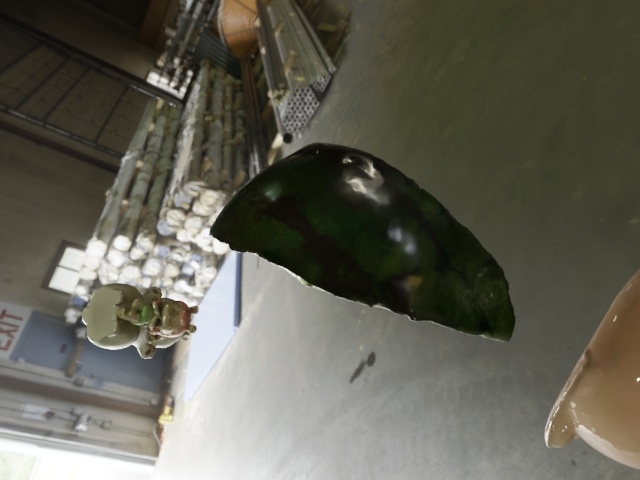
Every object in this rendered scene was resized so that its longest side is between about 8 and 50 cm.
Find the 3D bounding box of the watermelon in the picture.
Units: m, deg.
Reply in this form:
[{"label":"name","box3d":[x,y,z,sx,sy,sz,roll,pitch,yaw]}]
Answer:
[{"label":"watermelon","box3d":[0.000,0.000,0.400,0.301,0.129,0.123,15,57,50]}]

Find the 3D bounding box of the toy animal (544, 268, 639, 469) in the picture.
[{"label":"toy animal","box3d":[0.345,0.122,0.394,0.256,0.195,0.213,17,87,39]}]

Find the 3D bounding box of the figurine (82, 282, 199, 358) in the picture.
[{"label":"figurine","box3d":[-0.188,0.102,0.573,0.098,0.146,0.081,16,84,41]}]
